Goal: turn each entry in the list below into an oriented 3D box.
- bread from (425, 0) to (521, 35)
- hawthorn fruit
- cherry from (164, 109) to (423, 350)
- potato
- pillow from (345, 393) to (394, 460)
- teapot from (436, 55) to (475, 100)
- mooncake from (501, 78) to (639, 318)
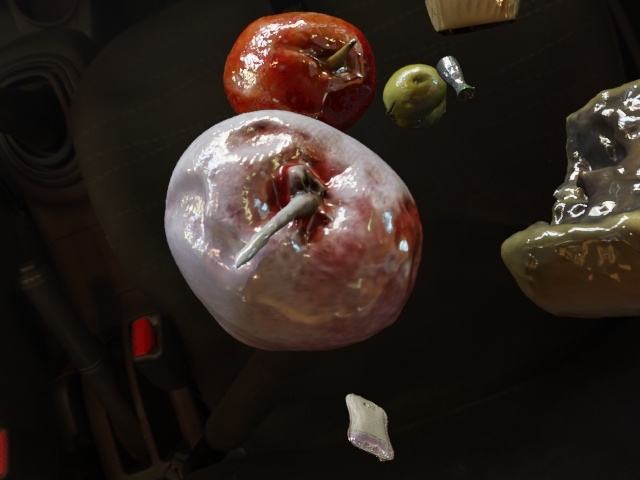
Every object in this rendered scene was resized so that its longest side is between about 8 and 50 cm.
[{"bbox_3d":[0.323,-0.556,1.107,0.224,0.142,0.211,2,115,28],"label":"bread"},{"bbox_3d":[-0.023,-0.316,1.001,0.287,0.330,0.287,2,87,-30],"label":"hawthorn fruit"},{"bbox_3d":[-0.050,-0.001,0.672,0.326,0.335,0.291,42,56,-23],"label":"cherry"},{"bbox_3d":[0.250,-0.374,1.374,0.169,0.248,0.143,-26,80,8],"label":"potato"},{"bbox_3d":[0.127,0.482,1.364,0.131,0.232,0.038,24,105,-4],"label":"pillow"},{"bbox_3d":[0.257,-0.305,0.991,0.043,0.042,0.110,-15,48,1],"label":"teapot"},{"bbox_3d":[0.490,-0.072,0.848,0.393,0.246,0.393,2,83,-39],"label":"mooncake"}]
